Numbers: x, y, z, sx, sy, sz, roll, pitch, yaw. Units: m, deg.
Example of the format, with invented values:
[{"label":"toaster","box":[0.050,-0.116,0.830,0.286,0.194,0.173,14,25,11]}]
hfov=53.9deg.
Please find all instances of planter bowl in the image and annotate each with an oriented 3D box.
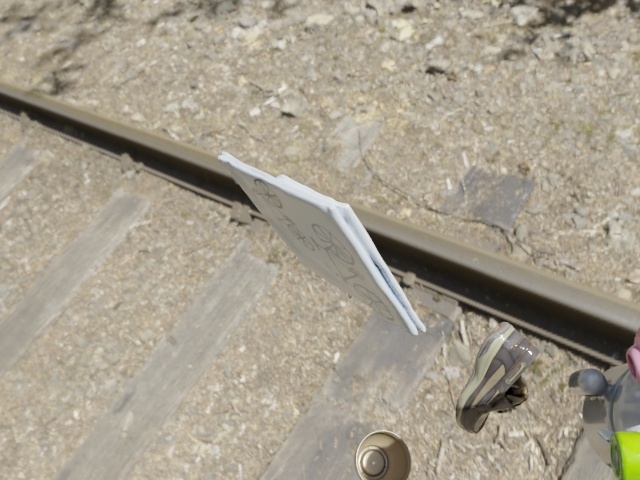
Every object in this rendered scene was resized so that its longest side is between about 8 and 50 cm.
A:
[{"label":"planter bowl","box":[0.162,0.626,1.782,0.162,0.109,0.162,6,67,-14]}]

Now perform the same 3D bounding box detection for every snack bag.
[{"label":"snack bag","box":[0.000,0.000,1.051,0.037,0.323,0.342,-47,39,-13]}]

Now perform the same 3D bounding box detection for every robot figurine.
[{"label":"robot figurine","box":[0.551,0.290,1.012,0.299,0.353,0.200,23,78,14]}]

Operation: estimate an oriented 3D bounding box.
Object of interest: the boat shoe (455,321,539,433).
[{"label":"boat shoe","box":[0.421,0.358,1.504,0.130,0.355,0.132,32,46,28]}]

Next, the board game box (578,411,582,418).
[{"label":"board game box","box":[0.810,0.430,1.546,0.275,0.144,0.142,-36,53,17]}]

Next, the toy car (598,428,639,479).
[{"label":"toy car","box":[0.387,0.243,0.694,0.155,0.149,0.188,-3,8,10]}]

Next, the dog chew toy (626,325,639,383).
[{"label":"dog chew toy","box":[0.566,0.128,0.794,0.331,0.207,0.207,-14,49,12]}]
